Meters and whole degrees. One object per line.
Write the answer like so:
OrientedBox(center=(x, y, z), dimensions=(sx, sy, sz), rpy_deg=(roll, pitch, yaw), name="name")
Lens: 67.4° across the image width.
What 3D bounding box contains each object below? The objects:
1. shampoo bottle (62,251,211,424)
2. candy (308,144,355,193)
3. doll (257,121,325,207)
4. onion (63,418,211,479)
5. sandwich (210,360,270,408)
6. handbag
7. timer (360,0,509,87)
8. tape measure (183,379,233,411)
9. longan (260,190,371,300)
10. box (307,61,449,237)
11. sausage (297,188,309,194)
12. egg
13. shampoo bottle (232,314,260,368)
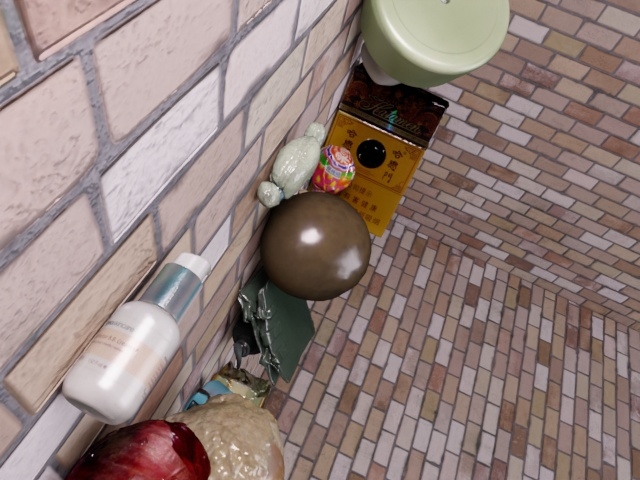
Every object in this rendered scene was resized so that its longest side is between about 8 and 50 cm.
OrientedBox(center=(-0.177, 0.088, 0.498), dimensions=(0.074, 0.074, 0.192), rpy_deg=(109, 7, -55), name="shampoo bottle")
OrientedBox(center=(-0.020, -0.106, 1.333), dimensions=(0.365, 0.124, 0.124), rpy_deg=(-58, -179, 39), name="candy")
OrientedBox(center=(-0.047, -0.132, 0.873), dimensions=(0.214, 0.071, 0.103), rpy_deg=(-59, 172, -30), name="doll")
OrientedBox(center=(-0.217, 0.360, 0.592), dimensions=(0.252, 0.219, 0.252), rpy_deg=(16, 90, -82), name="onion")
OrientedBox(center=(-0.245, 0.458, 1.258), dimensions=(0.227, 0.155, 0.198), rpy_deg=(-54, 166, -70), name="sandwich")
OrientedBox(center=(-0.101, 0.187, 1.187), dimensions=(0.260, 0.079, 0.248), rpy_deg=(-55, 134, -67), name="handbag")
OrientedBox(center=(0.195, -0.444, 1.049), dimensions=(0.291, 0.290, 0.315), rpy_deg=(-64, -168, -11), name="timer")
OrientedBox(center=(-0.263, 0.393, 1.119), dimensions=(0.125, 0.081, 0.146), rpy_deg=(-31, 147, -51), name="tape measure")
OrientedBox(center=(-0.014, 0.010, 1.062), dimensions=(0.258, 0.258, 0.258), rpy_deg=(25, 90, -86), name="longan")
OrientedBox(center=(0.144, -0.247, 1.336), dimensions=(0.415, 0.264, 0.116), rpy_deg=(-65, 176, 30), name="box")
OrientedBox(center=(-0.057, -0.088, 1.293), dimensions=(0.031, 0.031, 0.107), rpy_deg=(-60, 174, -50), name="sausage")
OrientedBox(center=(-0.194, 0.419, 0.861), dimensions=(0.310, 0.279, 0.279), rpy_deg=(-39, -166, 39), name="egg")
OrientedBox(center=(-0.167, 0.230, 1.263), dimensions=(0.284, 0.101, 0.101), rpy_deg=(-53, 167, -71), name="shampoo bottle")
